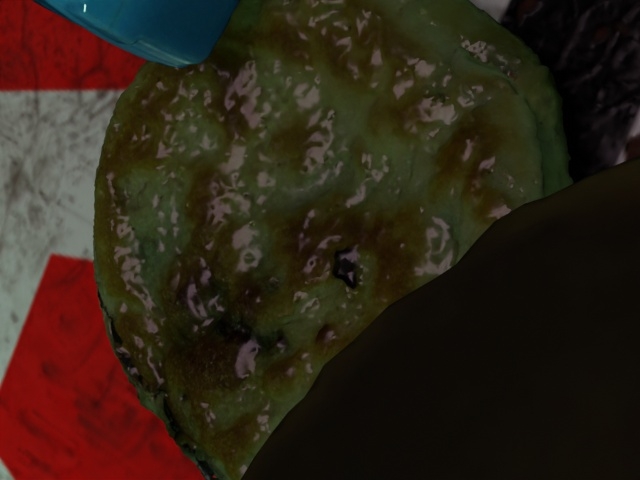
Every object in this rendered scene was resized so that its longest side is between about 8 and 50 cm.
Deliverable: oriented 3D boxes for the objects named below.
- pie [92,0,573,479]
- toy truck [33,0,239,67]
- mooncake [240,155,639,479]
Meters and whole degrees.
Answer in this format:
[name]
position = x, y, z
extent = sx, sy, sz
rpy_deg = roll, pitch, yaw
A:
[pie]
position = -0.005, -0.005, 0.789
extent = 0.302, 0.067, 0.302
rpy_deg = -5, 81, 37
[toy truck]
position = -0.057, -0.282, 0.782
extent = 0.162, 0.161, 0.385
rpy_deg = 17, 81, 45
[mooncake]
position = 0.166, 0.172, 0.507
extent = 0.393, 0.246, 0.394
rpy_deg = -52, 48, 3
